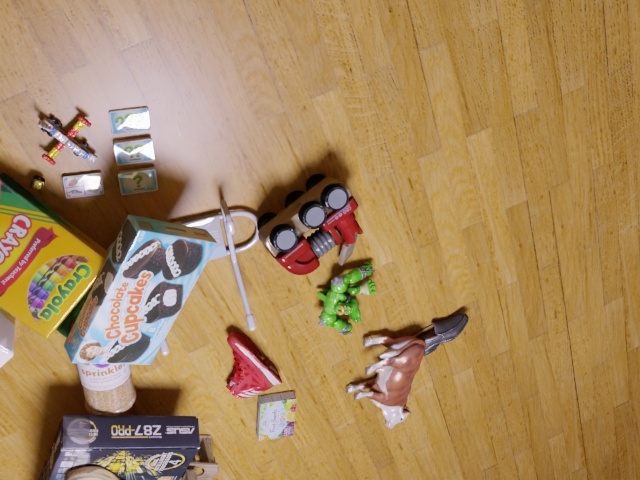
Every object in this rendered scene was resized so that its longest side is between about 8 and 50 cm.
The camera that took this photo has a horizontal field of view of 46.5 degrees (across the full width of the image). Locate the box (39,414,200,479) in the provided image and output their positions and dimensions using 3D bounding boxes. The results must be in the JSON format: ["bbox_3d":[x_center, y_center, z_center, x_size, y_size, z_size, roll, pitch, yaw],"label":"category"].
[{"bbox_3d":[-0.502,0.554,1.822,0.318,0.097,0.395,9,137,-25],"label":"box"}]

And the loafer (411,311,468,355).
[{"bbox_3d":[0.322,0.244,2.013,0.170,0.062,0.061,-38,122,5],"label":"loafer"}]

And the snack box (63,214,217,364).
[{"bbox_3d":[-0.360,0.108,1.487,0.187,0.060,0.322,11,117,-46],"label":"snack box"}]

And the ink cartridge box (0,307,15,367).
[{"bbox_3d":[-0.720,0.166,1.465,0.171,0.233,0.168,-42,126,10],"label":"ink cartridge box"}]

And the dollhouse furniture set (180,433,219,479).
[{"bbox_3d":[-0.333,0.628,1.946,0.101,0.182,0.161,11,117,-26],"label":"dollhouse furniture set"}]

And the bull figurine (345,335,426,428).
[{"bbox_3d":[0.183,0.381,2.024,0.188,0.101,0.310,3,121,-20],"label":"bull figurine"}]

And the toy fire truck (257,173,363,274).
[{"bbox_3d":[0.000,0.000,1.680,0.217,0.158,0.246,-39,119,-7],"label":"toy fire truck"}]

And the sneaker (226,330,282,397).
[{"bbox_3d":[-0.197,0.326,1.858,0.128,0.087,0.221,-35,126,2],"label":"sneaker"}]

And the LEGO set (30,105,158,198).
[{"bbox_3d":[-0.449,-0.160,1.463,0.244,0.060,0.182,-8,121,-15],"label":"LEGO set"}]

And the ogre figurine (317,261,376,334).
[{"bbox_3d":[0.058,0.149,1.835,0.118,0.097,0.197,-3,140,-40],"label":"ogre figurine"}]

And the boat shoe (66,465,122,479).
[{"bbox_3d":[-0.481,0.639,1.767,0.121,0.110,0.341,-24,141,14],"label":"boat shoe"}]

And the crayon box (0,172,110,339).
[{"bbox_3d":[-0.554,0.046,1.455,0.318,0.081,0.202,39,92,-14],"label":"crayon box"}]

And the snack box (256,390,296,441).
[{"bbox_3d":[-0.121,0.475,2.014,0.100,0.037,0.141,-5,123,-16],"label":"snack box"}]

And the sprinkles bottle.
[{"bbox_3d":[-0.493,0.233,1.665,0.121,0.121,0.355,-9,125,-14],"label":"sprinkles bottle"}]

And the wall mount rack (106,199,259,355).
[{"bbox_3d":[-0.280,0.076,1.633,0.350,0.130,0.304,-14,126,-10],"label":"wall mount rack"}]
